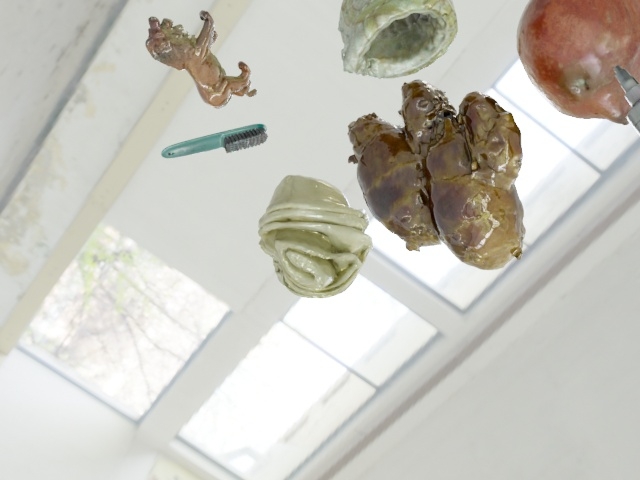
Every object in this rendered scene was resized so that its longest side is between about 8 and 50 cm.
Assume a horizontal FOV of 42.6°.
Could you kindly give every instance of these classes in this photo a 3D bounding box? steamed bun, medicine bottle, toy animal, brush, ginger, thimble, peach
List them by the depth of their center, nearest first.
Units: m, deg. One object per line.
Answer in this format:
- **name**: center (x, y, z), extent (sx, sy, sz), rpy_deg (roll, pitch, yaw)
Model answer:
- **medicine bottle**: center (0.440, -0.150, 1.062), extent (0.057, 0.199, 0.058), rpy_deg (-27, 162, -9)
- **thimble**: center (0.112, -0.338, 1.262), extent (0.190, 0.137, 0.143), rpy_deg (-26, -131, 19)
- **peach**: center (0.431, -0.298, 1.296), extent (0.232, 0.232, 0.257), rpy_deg (-44, -124, 43)
- **ginger**: center (0.185, -0.112, 1.337), extent (0.152, 0.274, 0.357), rpy_deg (-23, -148, -36)
- **brush**: center (-0.182, -0.166, 1.438), extent (0.193, 0.032, 0.043), rpy_deg (-17, 150, -16)
- **toy animal**: center (-0.264, -0.391, 1.834), extent (0.157, 0.312, 0.097), rpy_deg (-43, -144, -8)
- **steamed bun**: center (-0.003, -0.001, 1.958), extent (0.203, 0.276, 0.289), rpy_deg (-139, -124, -65)
